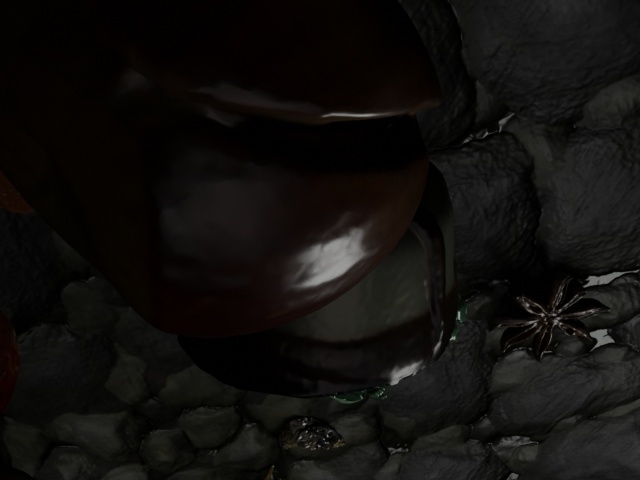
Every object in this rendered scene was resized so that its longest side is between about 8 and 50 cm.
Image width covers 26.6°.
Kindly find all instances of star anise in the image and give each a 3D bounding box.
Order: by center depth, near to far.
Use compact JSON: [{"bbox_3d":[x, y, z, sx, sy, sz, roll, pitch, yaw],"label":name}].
[{"bbox_3d":[0.252,0.081,1.527,0.141,0.042,0.141,-7,134,-7],"label":"star anise"}]

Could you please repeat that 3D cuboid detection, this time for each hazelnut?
[{"bbox_3d":[-0.095,-0.132,1.045,0.409,0.359,0.359,43,120,6],"label":"hazelnut"}]

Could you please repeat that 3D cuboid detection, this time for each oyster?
[{"bbox_3d":[-0.008,0.240,1.640,0.083,0.019,0.054,11,128,-19],"label":"oyster"}]

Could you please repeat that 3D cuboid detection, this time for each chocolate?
[{"bbox_3d":[0.000,0.000,1.289,0.283,0.283,0.186,-7,117,-4],"label":"chocolate"}]

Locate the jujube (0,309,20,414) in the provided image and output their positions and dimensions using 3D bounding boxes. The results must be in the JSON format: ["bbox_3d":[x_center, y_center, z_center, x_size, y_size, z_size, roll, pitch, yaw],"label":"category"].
[{"bbox_3d":[-0.402,0.148,1.403,0.168,0.168,0.236,13,145,-20],"label":"jujube"}]

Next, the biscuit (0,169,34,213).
[{"bbox_3d":[-0.300,-0.067,1.315,0.130,0.019,0.102,-15,132,4],"label":"biscuit"}]

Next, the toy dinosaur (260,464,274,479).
[{"bbox_3d":[-0.090,0.350,1.718,0.162,0.039,0.126,-34,138,13],"label":"toy dinosaur"}]

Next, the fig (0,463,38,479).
[{"bbox_3d":[-0.414,0.422,1.517,0.343,0.343,0.343,-5,132,-5],"label":"fig"}]

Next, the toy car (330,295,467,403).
[{"bbox_3d":[0.074,0.107,1.509,0.186,0.058,0.093,-39,127,8],"label":"toy car"}]
